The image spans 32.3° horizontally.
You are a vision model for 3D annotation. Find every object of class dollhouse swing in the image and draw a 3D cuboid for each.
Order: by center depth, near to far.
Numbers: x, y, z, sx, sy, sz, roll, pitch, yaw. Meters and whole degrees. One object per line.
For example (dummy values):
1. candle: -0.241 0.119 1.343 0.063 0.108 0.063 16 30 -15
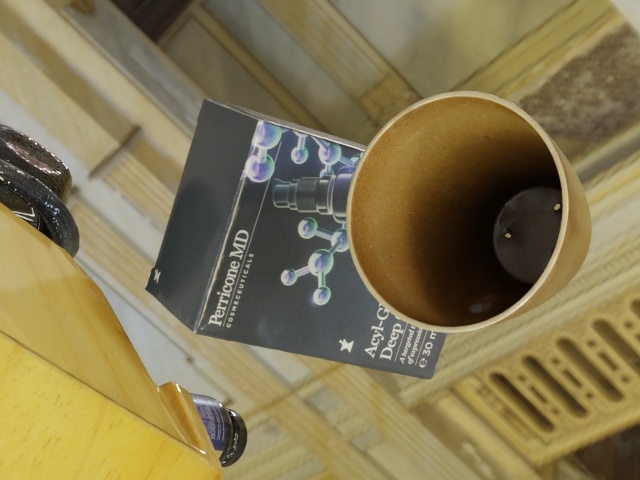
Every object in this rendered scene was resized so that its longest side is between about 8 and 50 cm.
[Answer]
1. dollhouse swing: -0.312 0.138 0.950 0.305 0.347 0.315 29 -100 41

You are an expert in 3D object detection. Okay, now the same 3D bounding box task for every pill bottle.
1. pill bottle: -0.210 0.288 1.655 0.122 0.219 0.123 -10 -108 32

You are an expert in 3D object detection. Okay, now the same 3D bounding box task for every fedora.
1. fedora: -0.526 -0.091 1.778 0.334 0.334 0.153 -30 -148 44

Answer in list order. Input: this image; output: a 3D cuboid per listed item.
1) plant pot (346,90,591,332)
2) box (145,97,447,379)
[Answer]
1. plant pot: 0.191 -0.019 1.181 0.237 0.237 0.254 -40 157 22
2. box: 0.000 0.000 1.569 0.212 0.395 0.294 30 -76 61
